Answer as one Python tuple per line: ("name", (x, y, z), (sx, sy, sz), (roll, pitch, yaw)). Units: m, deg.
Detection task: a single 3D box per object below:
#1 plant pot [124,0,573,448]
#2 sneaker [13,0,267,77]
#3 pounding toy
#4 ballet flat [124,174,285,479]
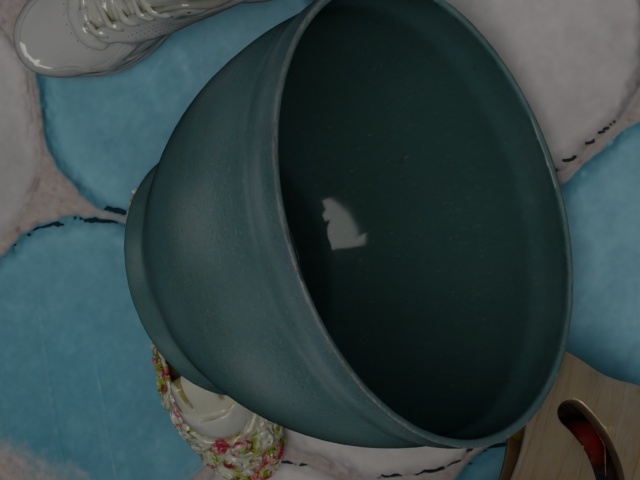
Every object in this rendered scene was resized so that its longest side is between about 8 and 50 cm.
("plant pot", (0.000, 0.000, 1.026), (0.196, 0.293, 0.293), (-15, 96, 39))
("sneaker", (-0.116, -0.177, 1.081), (0.232, 0.115, 0.090), (-24, 94, 12))
("pounding toy", (0.138, 0.218, 1.084), (0.154, 0.155, 0.269), (7, 69, -2))
("ballet flat", (-0.091, 0.069, 1.134), (0.091, 0.077, 0.241), (-17, 96, 11))
